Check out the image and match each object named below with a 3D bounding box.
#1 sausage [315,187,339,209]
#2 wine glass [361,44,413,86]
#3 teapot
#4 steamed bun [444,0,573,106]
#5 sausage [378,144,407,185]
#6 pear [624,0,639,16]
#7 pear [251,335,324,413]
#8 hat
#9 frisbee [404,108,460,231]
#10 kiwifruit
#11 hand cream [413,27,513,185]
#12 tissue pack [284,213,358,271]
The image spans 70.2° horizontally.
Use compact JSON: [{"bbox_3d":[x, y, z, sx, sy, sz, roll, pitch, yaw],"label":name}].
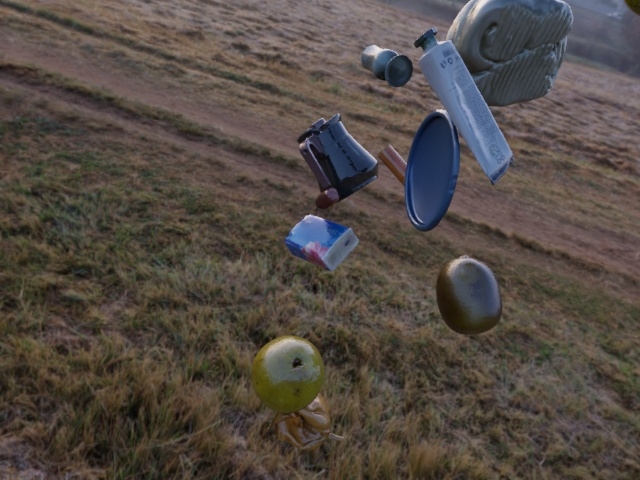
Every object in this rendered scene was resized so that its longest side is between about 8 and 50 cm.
[{"bbox_3d":[0.030,-0.176,1.936,0.076,0.141,0.076,7,75,-28],"label":"sausage"},{"bbox_3d":[0.220,-0.605,1.563,0.103,0.103,0.231,3,31,-23],"label":"wine glass"},{"bbox_3d":[0.055,-0.367,2.053,0.362,0.305,0.376,57,34,-5],"label":"teapot"},{"bbox_3d":[0.541,-0.587,1.361,0.366,0.343,0.255,-2,46,-14],"label":"steamed bun"},{"bbox_3d":[0.334,-0.284,1.865,0.071,0.071,0.234,-25,73,-48],"label":"sausage"},{"bbox_3d":[0.816,-0.611,1.060,0.199,0.200,0.200,13,32,-8],"label":"pear"},{"bbox_3d":[-0.084,0.364,1.257,0.208,0.209,0.209,13,32,-8],"label":"pear"},{"bbox_3d":[-0.021,0.571,1.459,0.233,0.245,0.233,30,29,7],"label":"hat"},{"bbox_3d":[0.272,-0.162,1.083,0.049,0.290,0.290,5,34,-11],"label":"frisbee"},{"bbox_3d":[0.444,0.162,1.375,0.195,0.234,0.196,-8,1,0],"label":"kiwifruit"},{"bbox_3d":[0.303,-0.282,0.952,0.121,0.076,0.336,-35,95,-33],"label":"hand cream"},{"bbox_3d":[0.000,0.000,2.011,0.209,0.137,0.269,-45,40,-21],"label":"tissue pack"}]
